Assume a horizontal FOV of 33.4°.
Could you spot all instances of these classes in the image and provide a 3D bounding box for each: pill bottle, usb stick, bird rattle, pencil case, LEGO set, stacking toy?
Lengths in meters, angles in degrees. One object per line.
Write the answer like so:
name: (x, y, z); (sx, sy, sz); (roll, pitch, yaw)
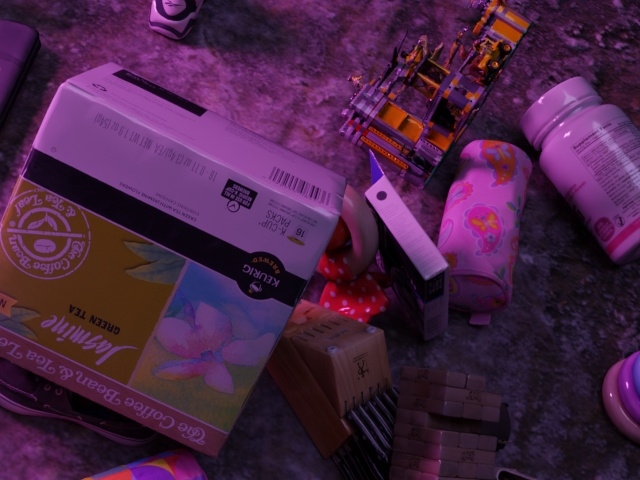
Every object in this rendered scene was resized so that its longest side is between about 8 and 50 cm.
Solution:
pill bottle: (0.456, -0.115, 1.715); (0.160, 0.160, 0.283); (-22, 68, -32)
usb stick: (-0.463, -0.201, 1.478); (0.077, 0.045, 0.278); (19, 53, -10)
bird rattle: (0.000, 0.000, 1.434); (0.143, 0.207, 0.253); (-35, 71, -33)
pencil case: (-0.241, 0.310, 1.197); (0.236, 0.104, 0.104); (-14, 64, -26)
pencil case: (0.243, -0.018, 1.598); (0.124, 0.124, 0.284); (21, 54, -8)
LEGO set: (0.155, -0.249, 1.611); (0.192, 0.331, 0.255); (34, 73, 5)
stacking toy: (0.525, 0.159, 1.452); (0.141, 0.330, 0.141); (11, 54, -15)

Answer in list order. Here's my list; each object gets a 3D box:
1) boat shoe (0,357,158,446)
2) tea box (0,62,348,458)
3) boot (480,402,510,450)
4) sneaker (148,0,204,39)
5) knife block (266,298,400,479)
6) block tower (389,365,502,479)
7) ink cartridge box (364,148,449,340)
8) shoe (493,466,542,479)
boat shoe: (-0.296, 0.180, 1.271); (0.228, 0.076, 0.080); (25, 52, -5)
tea box: (-0.185, 0.014, 1.240); (0.329, 0.323, 0.220); (25, 15, -3)
boot: (0.195, 0.280, 1.407); (0.137, 0.077, 0.198); (17, 54, -17)
sneaker: (-0.201, -0.447, 1.678); (0.094, 0.153, 0.235); (26, 53, -6)
knife block: (0.025, 0.221, 1.382); (0.088, 0.242, 0.275); (-22, 23, -33)
block tower: (0.135, 0.321, 1.242); (0.091, 0.097, 0.335); (12, 82, -32)
ink cartridge box: (0.107, 0.010, 1.462); (0.045, 0.206, 0.208); (-27, 63, -8)
shoe: (0.306, 0.365, 1.399); (0.219, 0.058, 0.076); (30, 52, 0)
